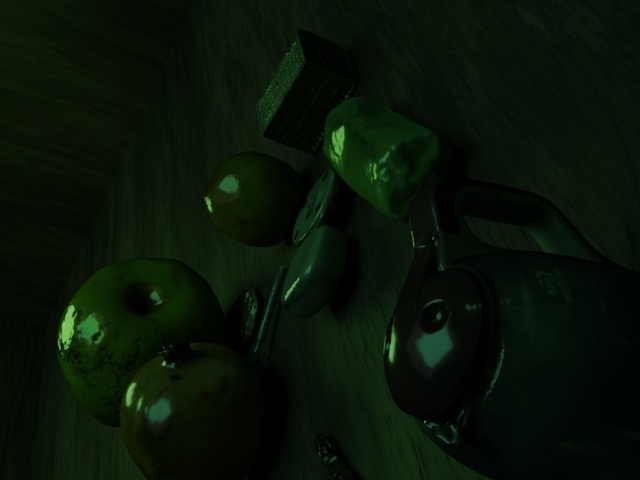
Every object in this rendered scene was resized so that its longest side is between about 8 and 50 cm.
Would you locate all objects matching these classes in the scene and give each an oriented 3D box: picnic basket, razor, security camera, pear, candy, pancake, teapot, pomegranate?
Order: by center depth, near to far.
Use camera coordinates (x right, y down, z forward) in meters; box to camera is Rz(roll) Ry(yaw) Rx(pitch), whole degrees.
[{"bbox_3d":[0.203,0.083,0.848,0.233,0.312,0.315,-43,37,45],"label":"teapot"},{"bbox_3d":[0.100,-0.139,1.464,0.343,0.132,0.142,-130,19,-64],"label":"candy"},{"bbox_3d":[0.000,0.000,1.636,0.157,0.080,0.301,-52,21,42],"label":"security camera"},{"bbox_3d":[-0.230,0.335,1.667,0.307,0.307,0.307,-45,36,46],"label":"pomegranate"},{"bbox_3d":[-0.102,0.150,1.791,0.084,0.036,0.211,-14,61,60],"label":"razor"},{"bbox_3d":[-0.033,-0.306,1.841,0.196,0.134,0.154,-57,32,32],"label":"picnic basket"},{"bbox_3d":[-0.136,-0.088,1.850,0.200,0.200,0.200,-45,36,46],"label":"pear"},{"bbox_3d":[-0.161,0.161,1.926,0.139,0.022,0.139,-46,34,46],"label":"pancake"},{"bbox_3d":[-0.377,0.233,1.953,0.391,0.391,0.391,-45,36,46],"label":"pear"}]

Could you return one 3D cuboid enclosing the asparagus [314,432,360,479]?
[{"bbox_3d":[0.021,0.343,1.402,0.165,0.030,0.036,-134,55,-63],"label":"asparagus"}]
